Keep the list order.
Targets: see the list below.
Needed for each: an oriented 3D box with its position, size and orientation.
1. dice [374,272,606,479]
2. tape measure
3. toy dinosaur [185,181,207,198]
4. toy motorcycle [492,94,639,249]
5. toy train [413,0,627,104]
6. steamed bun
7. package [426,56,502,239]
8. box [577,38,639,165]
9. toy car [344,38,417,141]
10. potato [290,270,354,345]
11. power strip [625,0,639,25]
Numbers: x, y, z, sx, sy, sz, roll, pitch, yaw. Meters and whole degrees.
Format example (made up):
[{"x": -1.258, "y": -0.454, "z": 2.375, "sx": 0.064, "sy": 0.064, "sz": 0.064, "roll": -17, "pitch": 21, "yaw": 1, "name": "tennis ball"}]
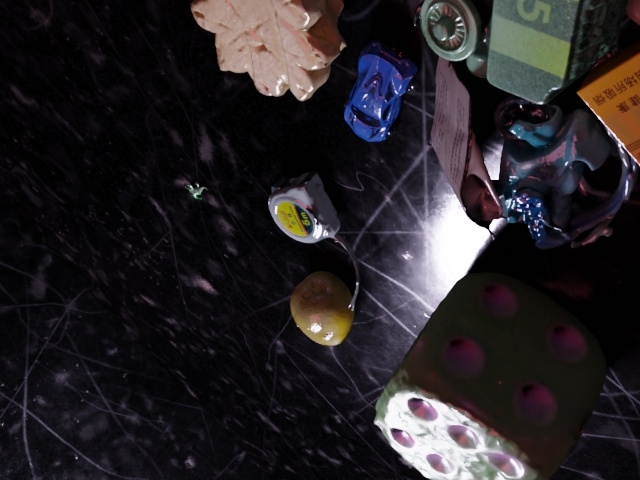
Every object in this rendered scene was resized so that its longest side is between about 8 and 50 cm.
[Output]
[{"x": 0.313, "y": 0.281, "z": 1.382, "sx": 0.322, "sy": 0.330, "sz": 0.318, "roll": 32, "pitch": 147, "yaw": 12, "name": "dice"}, {"x": 0.001, "y": -0.001, "z": 1.596, "sx": 0.164, "sy": 0.084, "sz": 0.330, "roll": 6, "pitch": 131, "yaw": 45, "name": "tape measure"}, {"x": -0.308, "y": -0.120, "z": 1.837, "sx": 0.083, "sy": 0.021, "sz": 0.062, "roll": 24, "pitch": 150, "yaw": 31, "name": "toy dinosaur"}, {"x": 0.350, "y": -0.101, "z": 1.073, "sx": 0.206, "sy": 0.154, "sz": 0.260, "roll": 15, "pitch": 146, "yaw": 19, "name": "toy motorcycle"}, {"x": 0.248, "y": -0.317, "z": 0.887, "sx": 0.238, "sy": 0.167, "sz": 0.299, "roll": 33, "pitch": 148, "yaw": 33, "name": "toy train"}, {"x": -0.082, "y": -0.380, "z": 1.209, "sx": 0.292, "sy": 0.137, "sz": 0.295, "roll": 43, "pitch": 153, "yaw": -4, "name": "steamed bun"}, {"x": 0.212, "y": -0.144, "z": 1.128, "sx": 0.062, "sy": 0.203, "sz": 0.250, "roll": -16, "pitch": 124, "yaw": 2, "name": "package"}, {"x": 0.478, "y": -0.139, "z": 0.901, "sx": 0.274, "sy": 0.076, "sz": 0.174, "roll": 47, "pitch": 148, "yaw": -7, "name": "box"}, {"x": 0.092, "y": -0.243, "z": 1.246, "sx": 0.103, "sy": 0.063, "sz": 0.216, "roll": 34, "pitch": 146, "yaw": 10, "name": "toy car"}, {"x": 0.012, "y": 0.171, "z": 1.749, "sx": 0.157, "sy": 0.157, "sz": 0.194, "roll": 19, "pitch": 154, "yaw": 31, "name": "potato"}, {"x": 0.405, "y": -0.290, "z": 0.902, "sx": 0.191, "sy": 0.030, "sz": 0.047, "roll": 40, "pitch": 146, "yaw": 3, "name": "power strip"}]
